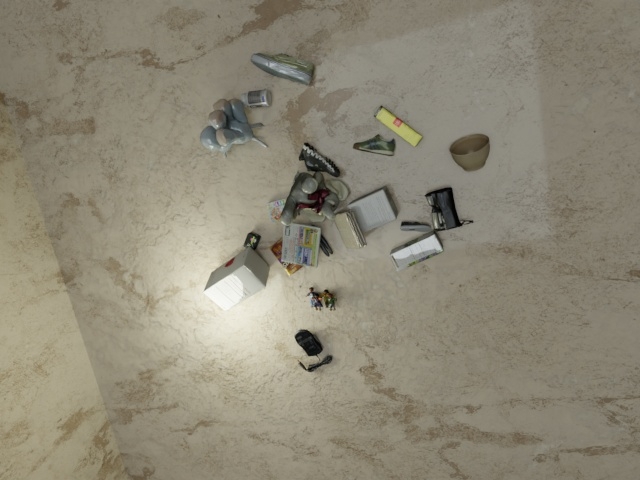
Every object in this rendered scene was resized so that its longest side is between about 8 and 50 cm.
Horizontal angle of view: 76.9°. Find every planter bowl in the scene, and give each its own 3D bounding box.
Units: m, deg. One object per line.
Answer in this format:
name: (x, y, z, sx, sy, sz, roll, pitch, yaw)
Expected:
planter bowl: (0.646, -0.365, 1.723, 0.161, 0.162, 0.109, -16, 124, 19)

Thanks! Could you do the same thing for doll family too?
doll family: (0.003, 0.303, 2.105, 0.192, 0.076, 0.112, -5, 107, 20)

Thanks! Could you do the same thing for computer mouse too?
computer mouse: (-0.073, 0.598, 2.209, 0.184, 0.060, 0.262, -37, 103, 17)

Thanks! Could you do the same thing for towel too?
towel: (0.135, -0.050, 1.888, 0.049, 0.282, 0.187, -24, 96, -11)

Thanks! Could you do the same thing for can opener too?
can opener: (0.000, 0.000, 2.045, 0.059, 0.073, 0.186, -41, 89, -21)

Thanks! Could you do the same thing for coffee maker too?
coffee maker: (0.574, -0.147, 1.820, 0.171, 0.120, 0.179, -16, 100, -5)

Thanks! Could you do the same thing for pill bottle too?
pill bottle: (-0.312, -0.683, 1.949, 0.137, 0.078, 0.078, 0, 103, 16)

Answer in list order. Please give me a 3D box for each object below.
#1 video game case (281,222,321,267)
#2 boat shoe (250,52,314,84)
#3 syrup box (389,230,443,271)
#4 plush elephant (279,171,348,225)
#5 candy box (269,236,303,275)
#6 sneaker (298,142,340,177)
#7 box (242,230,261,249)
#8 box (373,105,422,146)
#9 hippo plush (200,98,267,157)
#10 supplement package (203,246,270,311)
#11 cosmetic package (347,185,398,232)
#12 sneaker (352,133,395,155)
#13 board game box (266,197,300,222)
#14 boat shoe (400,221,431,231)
video game case: (-0.098, 0.020, 2.029, 0.193, 0.023, 0.213, 11, 108, 14)
boat shoe: (-0.174, -0.816, 1.876, 0.302, 0.109, 0.094, 20, 93, 1)
syrup box: (0.451, 0.050, 1.902, 0.236, 0.093, 0.096, -28, 95, 20)
plush elephant: (-0.017, -0.190, 1.906, 0.255, 0.330, 0.272, 28, 117, -17)
candy box: (-0.169, 0.078, 2.110, 0.109, 0.053, 0.187, -36, 93, 20)
sneaker: (-0.011, -0.364, 1.945, 0.234, 0.078, 0.106, 40, 113, 8)
box: (-0.365, 0.005, 2.147, 0.062, 0.052, 0.083, 27, 110, 8)
box: (0.348, -0.509, 1.799, 0.232, 0.087, 0.058, 39, 110, 5)
hippo plush: (-0.460, -0.546, 1.974, 0.236, 0.294, 0.235, -10, 89, 43)
supplement package: (-0.437, 0.203, 2.126, 0.292, 0.178, 0.175, -32, 116, 20)
cosmetic package: (0.247, -0.144, 1.882, 0.183, 0.151, 0.152, -23, 97, 21)
sneaker: (0.250, -0.448, 1.858, 0.192, 0.064, 0.086, 13, 99, 12)
board game box: (-0.192, -0.160, 2.070, 0.154, 0.026, 0.104, -13, 99, 19)
boat shoe: (0.448, -0.069, 1.900, 0.141, 0.049, 0.040, 2, 66, 11)
